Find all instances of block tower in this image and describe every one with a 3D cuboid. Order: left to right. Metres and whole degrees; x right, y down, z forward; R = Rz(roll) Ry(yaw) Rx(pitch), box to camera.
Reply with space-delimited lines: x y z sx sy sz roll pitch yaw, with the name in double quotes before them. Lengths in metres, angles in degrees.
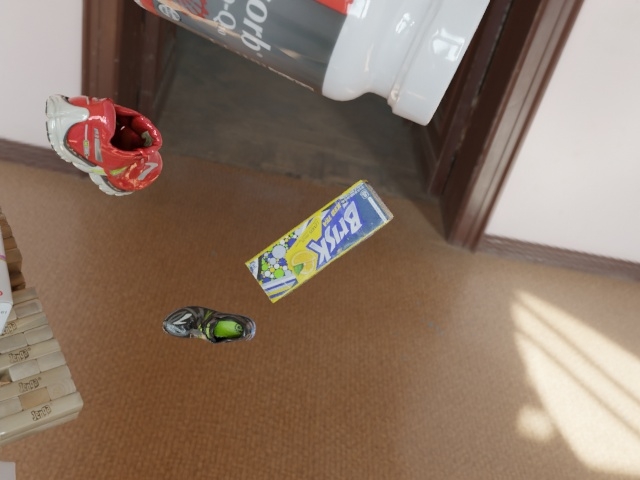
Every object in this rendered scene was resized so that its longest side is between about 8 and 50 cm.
"block tower" -0.388 0.068 0.813 0.097 0.091 0.335 -16 70 -34

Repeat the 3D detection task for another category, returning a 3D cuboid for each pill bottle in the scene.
"pill bottle" -0.009 -0.282 0.764 0.363 0.210 0.210 26 35 2

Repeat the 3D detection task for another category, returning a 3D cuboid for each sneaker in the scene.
"sneaker" -0.278 -0.131 1.002 0.118 0.107 0.279 -3 -7 9
"sneaker" -0.225 0.168 1.393 0.188 0.067 0.078 5 -2 5

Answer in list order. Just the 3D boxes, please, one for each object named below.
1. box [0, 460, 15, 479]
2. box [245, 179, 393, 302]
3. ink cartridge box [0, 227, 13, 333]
"box" -0.729 0.521 1.229 0.215 0.345 0.168 22 45 -51
"box" 0.000 0.000 0.813 0.059 0.169 0.054 55 12 2
"ink cartridge box" -0.374 0.036 0.718 0.088 0.052 0.122 6 39 -37
